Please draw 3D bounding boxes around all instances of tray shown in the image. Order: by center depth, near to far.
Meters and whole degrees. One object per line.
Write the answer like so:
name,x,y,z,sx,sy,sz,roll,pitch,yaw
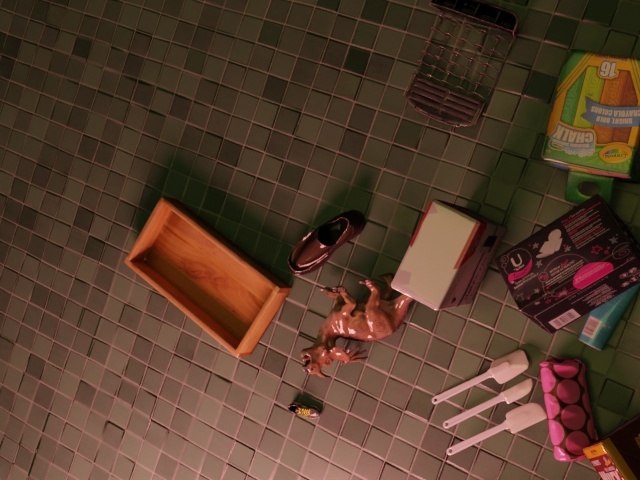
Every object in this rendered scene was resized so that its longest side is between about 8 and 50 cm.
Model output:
tray,-0.285,0.085,2.230,0.411,0.076,0.202,37,103,23

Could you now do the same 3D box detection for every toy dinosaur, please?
toy dinosaur,0.098,0.190,2.024,0.296,0.127,0.200,-14,89,12

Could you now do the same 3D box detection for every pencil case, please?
pencil case,0.512,0.342,1.832,0.098,0.095,0.209,-13,80,23

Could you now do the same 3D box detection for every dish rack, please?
dish rack,0.303,-0.396,1.979,0.208,0.074,0.271,27,99,25

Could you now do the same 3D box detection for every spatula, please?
spatula,0.355,0.351,1.920,0.242,0.019,0.168,-32,56,27

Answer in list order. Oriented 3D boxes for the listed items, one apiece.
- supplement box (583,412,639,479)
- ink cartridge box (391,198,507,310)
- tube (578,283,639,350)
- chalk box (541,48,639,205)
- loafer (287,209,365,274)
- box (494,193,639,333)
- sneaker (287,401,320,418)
supplement box,0.646,0.425,1.701,0.194,0.129,0.191,-29,74,-8
ink cartridge box,0.273,0.031,1.862,0.114,0.273,0.196,28,99,20
tube,0.597,0.123,1.829,0.080,0.052,0.207,28,94,22
chalk box,0.559,-0.213,1.790,0.180,0.179,0.288,13,93,26
loafer,0.000,0.000,2.096,0.220,0.078,0.080,-41,72,18
box,0.508,0.050,1.794,0.247,0.163,0.142,-34,50,20
sneaker,-0.041,0.404,2.118,0.083,0.035,0.031,7,91,25
